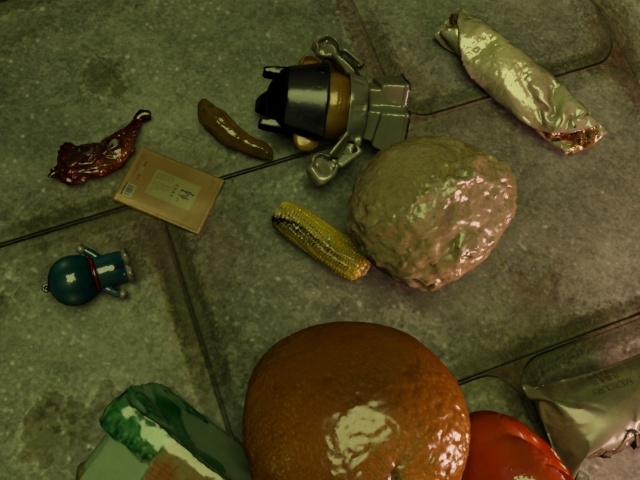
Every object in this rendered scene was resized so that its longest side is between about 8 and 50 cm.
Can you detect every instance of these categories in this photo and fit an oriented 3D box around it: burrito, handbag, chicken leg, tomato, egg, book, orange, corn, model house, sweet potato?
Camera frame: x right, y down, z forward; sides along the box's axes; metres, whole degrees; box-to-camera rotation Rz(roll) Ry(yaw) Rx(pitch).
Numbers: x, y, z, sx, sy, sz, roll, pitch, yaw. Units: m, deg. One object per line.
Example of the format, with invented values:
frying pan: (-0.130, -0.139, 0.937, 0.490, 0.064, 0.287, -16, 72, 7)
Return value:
burrito: (0.386, -0.314, 1.352, 0.117, 0.076, 0.392, -42, 78, -8)
handbag: (0.492, 0.296, 1.155, 0.271, 0.117, 0.182, -14, 83, -10)
chicken leg: (-0.399, -0.168, 1.256, 0.219, 0.048, 0.089, -29, 81, -12)
tomato: (0.290, 0.385, 1.051, 0.260, 0.260, 0.180, 41, 94, 8)
egg: (0.186, -0.053, 1.158, 0.310, 0.279, 0.279, -28, 77, -28)
book: (-0.279, -0.093, 1.261, 0.172, 0.012, 0.118, 23, 73, 3)
orange: (0.044, 0.271, 1.005, 0.322, 0.357, 0.321, -4, 104, -18)
corn: (0.000, 0.000, 1.227, 0.203, 0.072, 0.072, 34, 74, 7)
model house: (-0.277, 0.423, 1.040, 0.267, 0.194, 0.325, 37, 88, 4)
sweet potato: (-0.167, -0.201, 1.283, 0.182, 0.054, 0.053, 37, 83, 5)

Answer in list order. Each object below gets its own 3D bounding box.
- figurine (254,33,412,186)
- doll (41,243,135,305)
figurine: (0.024, -0.251, 1.268, 0.309, 0.143, 0.308, 7, 55, -10)
doll: (-0.400, 0.062, 1.172, 0.152, 0.085, 0.114, -19, 87, -20)
